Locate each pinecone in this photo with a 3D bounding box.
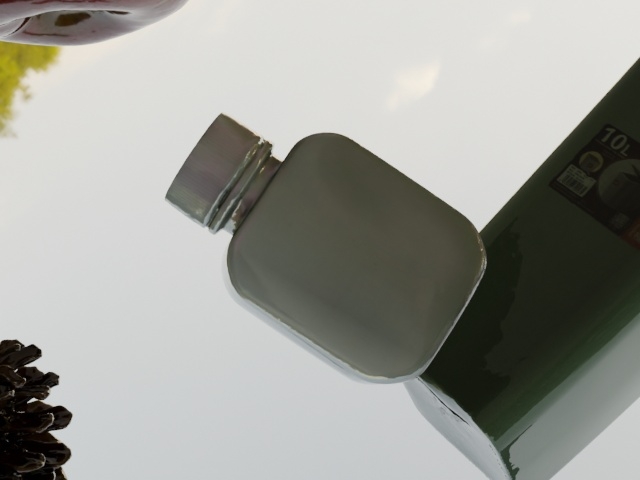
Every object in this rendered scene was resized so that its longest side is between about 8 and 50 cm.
[{"bbox_3d":[-0.264,0.144,0.770,0.163,0.162,0.165,-120,-134,-63],"label":"pinecone"}]

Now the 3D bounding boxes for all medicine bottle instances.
[{"bbox_3d":[0.000,0.000,0.610,0.119,0.183,0.069,-57,-175,-11],"label":"medicine bottle"}]

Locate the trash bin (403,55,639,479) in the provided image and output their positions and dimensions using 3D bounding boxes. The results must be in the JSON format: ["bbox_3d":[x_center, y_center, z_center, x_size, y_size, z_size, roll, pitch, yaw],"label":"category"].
[{"bbox_3d":[0.231,0.039,0.849,0.343,0.223,0.158,-45,-122,-10],"label":"trash bin"}]

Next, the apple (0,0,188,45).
[{"bbox_3d":[-0.203,-0.261,0.757,0.260,0.260,0.217,-7,-93,50],"label":"apple"}]
